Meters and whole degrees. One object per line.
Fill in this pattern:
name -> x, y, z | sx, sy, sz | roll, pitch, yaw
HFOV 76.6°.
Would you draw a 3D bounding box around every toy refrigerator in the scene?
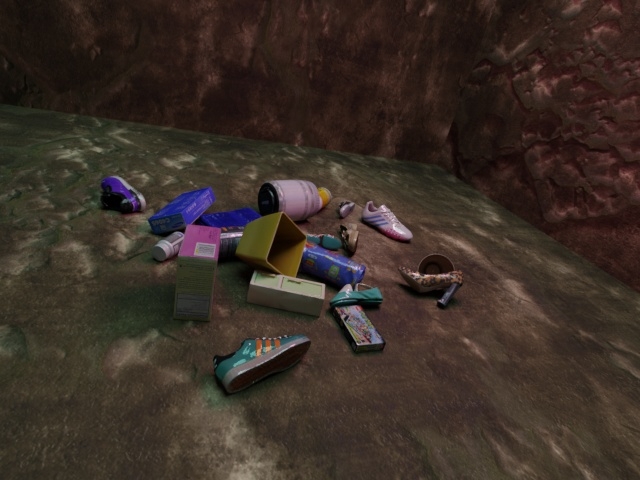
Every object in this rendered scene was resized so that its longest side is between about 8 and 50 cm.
toy refrigerator -> -0.123, 0.190, 1.489 | 0.270, 0.094, 0.102 | 12, 27, -3

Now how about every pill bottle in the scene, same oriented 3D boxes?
pill bottle -> -0.028, -0.229, 2.335 | 0.118, 0.117, 0.208 | 23, 28, 17
pill bottle -> -0.355, 0.006, 1.699 | 0.246, 0.130, 0.130 | -5, 32, -35
pill bottle -> -0.596, 0.024, 1.601 | 0.078, 0.078, 0.137 | 19, 26, 10

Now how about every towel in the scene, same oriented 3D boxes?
towel -> -0.400, -0.078, 1.901 | 0.228, 0.076, 0.308 | 30, 30, 30

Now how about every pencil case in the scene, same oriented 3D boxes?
pencil case -> 0.031, 0.111, 1.693 | 0.307, 0.133, 0.119 | 22, 3, 13

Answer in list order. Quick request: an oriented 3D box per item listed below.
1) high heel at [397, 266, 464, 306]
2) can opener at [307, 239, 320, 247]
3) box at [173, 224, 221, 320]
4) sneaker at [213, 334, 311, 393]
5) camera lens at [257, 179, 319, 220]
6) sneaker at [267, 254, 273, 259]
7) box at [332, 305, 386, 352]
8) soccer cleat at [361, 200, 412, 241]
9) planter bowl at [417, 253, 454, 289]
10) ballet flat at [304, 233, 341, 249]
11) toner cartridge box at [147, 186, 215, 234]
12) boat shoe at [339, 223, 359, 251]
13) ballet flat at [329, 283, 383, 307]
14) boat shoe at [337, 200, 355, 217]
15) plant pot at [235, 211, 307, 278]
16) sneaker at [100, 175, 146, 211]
high heel -> 0.487, 0.149, 1.781 | 0.261, 0.093, 0.186 | 36, 70, 18
can opener -> -0.102, 0.002, 1.868 | 0.284, 0.095, 0.076 | 33, 31, 34
box -> -0.406, 0.105, 1.348 | 0.118, 0.242, 0.213 | 7, 26, -14
sneaker -> -0.167, 0.325, 1.183 | 0.302, 0.108, 0.121 | -13, 41, -40
camera lens -> -0.170, -0.205, 2.103 | 0.275, 0.219, 0.219 | -9, 34, -38
sneaker -> -0.173, 0.062, 1.770 | 0.170, 0.051, 0.089 | -2, 30, -39
box -> 0.133, 0.310, 1.443 | 0.114, 0.036, 0.207 | 1, 29, -25
soccer cleat -> 0.375, -0.113, 2.275 | 0.332, 0.143, 0.116 | 29, 30, 27
planter bowl -> 0.521, 0.143, 1.857 | 0.162, 0.161, 0.109 | 18, -1, 7
ballet flat -> 0.000, 0.000, 1.960 | 0.207, 0.072, 0.067 | 11, 4, -14
toner cartridge box -> -0.622, -0.143, 1.852 | 0.166, 0.075, 0.347 | -12, 23, 13
boat shoe -> 0.141, -0.017, 2.035 | 0.090, 0.104, 0.285 | 9, 16, -1
ballet flat -> 0.131, 0.212, 1.573 | 0.248, 0.083, 0.087 | 3, 60, -31
boat shoe -> 0.140, -0.188, 2.394 | 0.070, 0.077, 0.219 | 22, 19, 14
plant pot -> -0.204, 0.029, 1.596 | 0.188, 0.212, 0.212 | 1, 62, 29
sneaker -> -0.953, -0.213, 1.865 | 0.294, 0.102, 0.146 | 28, 30, 26
